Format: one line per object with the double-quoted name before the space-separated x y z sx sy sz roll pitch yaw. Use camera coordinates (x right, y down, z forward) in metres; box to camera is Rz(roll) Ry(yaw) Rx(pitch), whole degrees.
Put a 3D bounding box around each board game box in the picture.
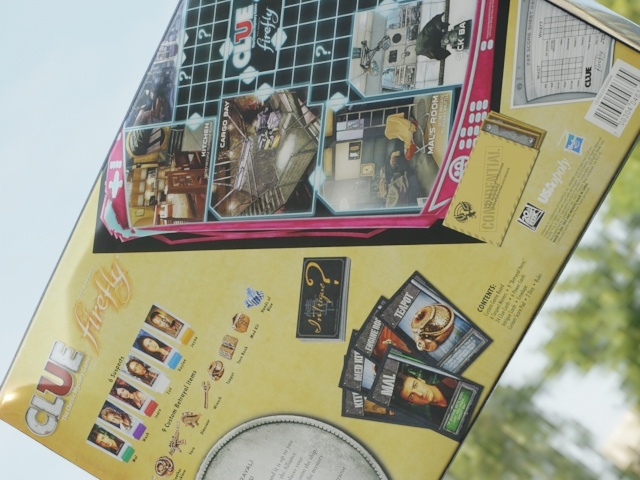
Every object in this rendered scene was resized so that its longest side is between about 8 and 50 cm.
"board game box" 0.000 0.000 0.692 0.243 0.165 0.042 -62 -7 20
